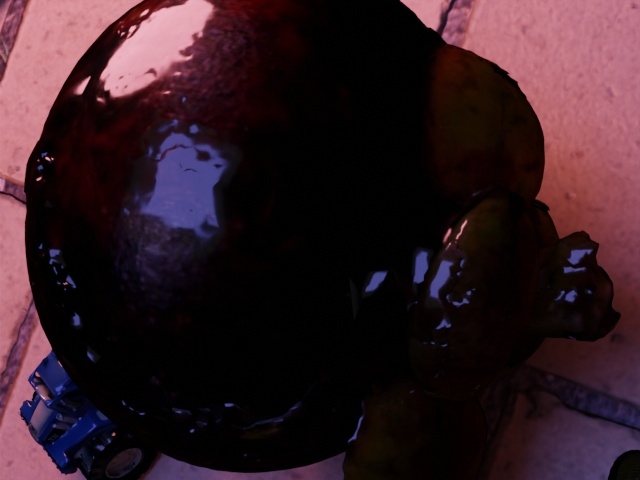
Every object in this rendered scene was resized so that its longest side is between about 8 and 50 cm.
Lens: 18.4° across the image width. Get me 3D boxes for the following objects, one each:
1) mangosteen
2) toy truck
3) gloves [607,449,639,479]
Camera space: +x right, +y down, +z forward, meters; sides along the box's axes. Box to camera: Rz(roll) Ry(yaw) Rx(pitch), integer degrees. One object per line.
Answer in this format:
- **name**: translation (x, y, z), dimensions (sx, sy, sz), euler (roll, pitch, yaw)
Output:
- **mangosteen**: translation (-0.014, 0.005, 1.464), dimensions (0.421, 0.381, 0.381), euler (33, 98, -6)
- **toy truck**: translation (-0.167, 0.099, 1.670), dimensions (0.208, 0.126, 0.113), euler (-50, 55, 11)
- **gloves**: translation (0.316, 0.175, 1.323), dimensions (0.268, 0.135, 0.107), euler (5, 121, 37)
